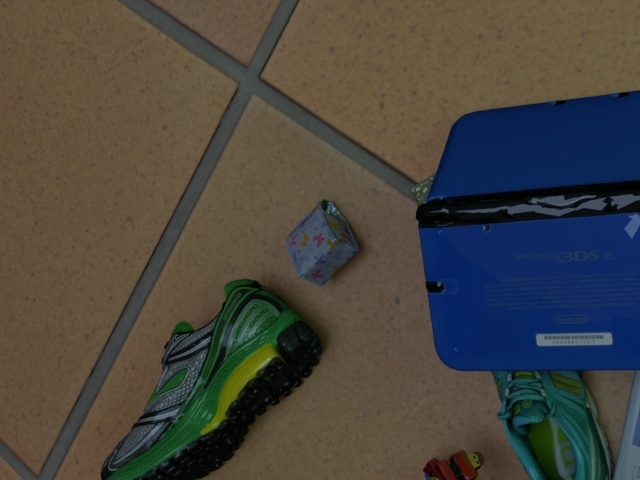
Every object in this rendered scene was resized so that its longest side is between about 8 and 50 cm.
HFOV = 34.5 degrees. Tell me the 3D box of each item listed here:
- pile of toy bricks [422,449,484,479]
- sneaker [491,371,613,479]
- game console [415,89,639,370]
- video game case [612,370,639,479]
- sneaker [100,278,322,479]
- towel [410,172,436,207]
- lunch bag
[{"bbox_3d":[0.203,0.305,1.089,0.212,0.105,0.118,58,158,23],"label":"pile of toy bricks"},{"bbox_3d":[0.225,0.151,1.063,0.107,0.110,0.275,-27,77,26],"label":"sneaker"},{"bbox_3d":[0.263,-0.013,1.032,0.293,0.173,0.250,-4,100,28],"label":"game console"},{"bbox_3d":[0.454,0.217,0.978,0.329,0.036,0.300,13,96,29],"label":"video game case"},{"bbox_3d":[-0.152,0.191,1.279,0.343,0.134,0.146,-45,63,12],"label":"sneaker"},{"bbox_3d":[0.169,-0.016,1.142,0.110,0.027,0.148,-25,77,26],"label":"towel"},{"bbox_3d":[0.000,0.000,1.222,0.071,0.053,0.083,-46,44,22],"label":"lunch bag"}]
